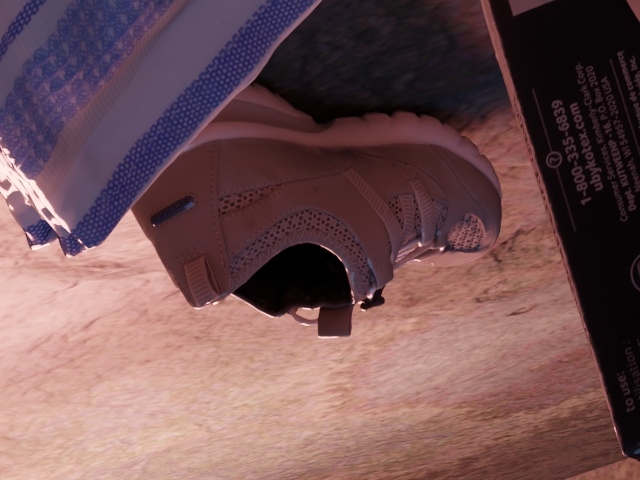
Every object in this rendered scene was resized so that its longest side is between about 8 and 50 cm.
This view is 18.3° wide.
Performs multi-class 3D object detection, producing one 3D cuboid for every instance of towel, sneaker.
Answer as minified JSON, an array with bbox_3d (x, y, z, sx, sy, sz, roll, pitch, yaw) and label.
[{"bbox_3d":[-0.040,-0.111,0.582,0.209,0.034,0.285,-48,164,-10],"label":"towel"},{"bbox_3d":[0.000,0.000,1.006,0.105,0.115,0.281,-27,159,35],"label":"sneaker"}]

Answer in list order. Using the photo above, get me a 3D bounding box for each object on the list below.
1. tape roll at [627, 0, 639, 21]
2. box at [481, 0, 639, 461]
[{"bbox_3d":[0.195,-0.124,0.603,0.219,0.219,0.072,-12,162,-12],"label":"tape roll"},{"bbox_3d":[0.168,-0.048,0.772,0.163,0.247,0.142,-20,161,17],"label":"box"}]
